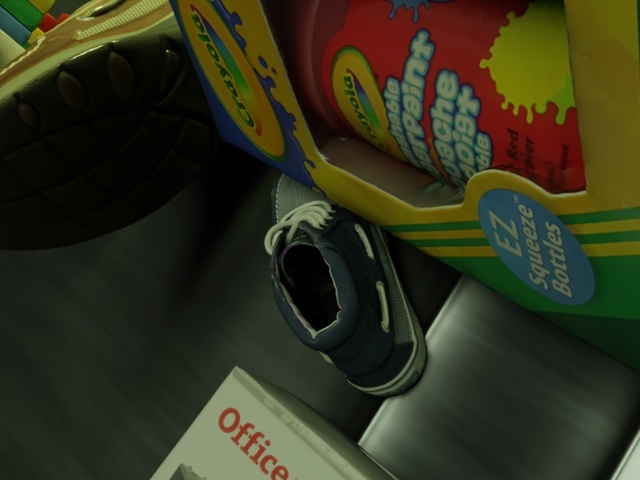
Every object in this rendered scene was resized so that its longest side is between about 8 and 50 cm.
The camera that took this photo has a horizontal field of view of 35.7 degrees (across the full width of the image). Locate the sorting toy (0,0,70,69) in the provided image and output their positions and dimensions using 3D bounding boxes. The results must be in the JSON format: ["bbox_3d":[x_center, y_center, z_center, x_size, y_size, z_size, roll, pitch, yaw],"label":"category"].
[{"bbox_3d":[-0.262,-0.174,0.764,0.255,0.257,0.089,25,78,42],"label":"sorting toy"}]

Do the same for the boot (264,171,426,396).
[{"bbox_3d":[0.000,0.000,0.588,0.069,0.086,0.190,-37,48,10],"label":"boot"}]

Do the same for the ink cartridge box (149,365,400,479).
[{"bbox_3d":[-0.040,0.197,0.491,0.158,0.092,0.218,33,82,43],"label":"ink cartridge box"}]

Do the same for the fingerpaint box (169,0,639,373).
[{"bbox_3d":[0.049,-0.196,0.417,0.163,0.445,0.371,-37,44,-21],"label":"fingerpaint box"}]

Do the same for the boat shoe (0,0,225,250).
[{"bbox_3d":[-0.124,-0.105,0.661,0.119,0.123,0.324,22,44,37],"label":"boat shoe"}]
